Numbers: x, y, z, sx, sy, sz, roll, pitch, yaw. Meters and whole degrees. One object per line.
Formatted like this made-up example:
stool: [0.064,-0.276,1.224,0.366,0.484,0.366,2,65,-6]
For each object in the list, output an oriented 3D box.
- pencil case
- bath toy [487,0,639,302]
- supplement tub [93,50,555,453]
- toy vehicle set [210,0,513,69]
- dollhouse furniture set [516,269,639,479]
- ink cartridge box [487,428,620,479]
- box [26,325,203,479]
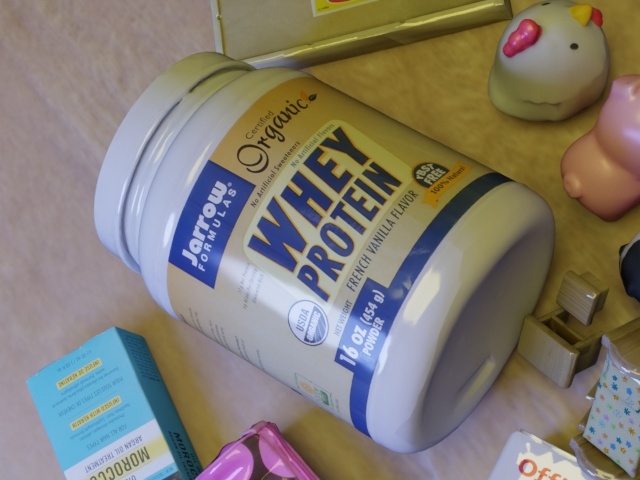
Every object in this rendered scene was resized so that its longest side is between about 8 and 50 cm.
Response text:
pencil case: [-0.010,0.240,1.232,0.209,0.095,0.098,44,129,21]
bath toy: [0.255,-0.062,1.187,0.151,0.129,0.348,-38,68,8]
supplement tub: [0.000,0.000,1.209,0.316,0.228,0.228,29,89,23]
toy vehicle set: [0.027,-0.249,1.359,0.267,0.035,0.166,-11,74,17]
dollhouse furniture set: [0.212,0.058,1.118,0.161,0.101,0.182,39,135,36]
ink cartridge box: [0.175,0.277,1.155,0.160,0.092,0.219,27,87,23]
box: [-0.159,0.205,1.308,0.100,0.060,0.244,-31,69,11]
